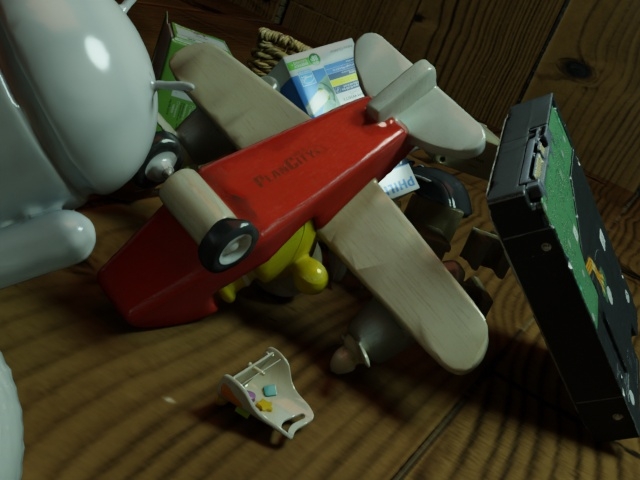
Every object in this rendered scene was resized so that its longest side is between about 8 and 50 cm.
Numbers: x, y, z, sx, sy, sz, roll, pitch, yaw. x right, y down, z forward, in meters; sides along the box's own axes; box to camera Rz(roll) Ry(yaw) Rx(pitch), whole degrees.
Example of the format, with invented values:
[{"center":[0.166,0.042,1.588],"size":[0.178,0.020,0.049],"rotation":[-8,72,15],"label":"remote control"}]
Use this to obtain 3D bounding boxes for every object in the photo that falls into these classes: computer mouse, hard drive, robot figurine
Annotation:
[{"center":[0.189,-0.135,1.626],"size":[0.184,0.060,0.262],"rotation":[9,24,-36],"label":"computer mouse"},{"center":[0.288,0.029,0.926],"size":[0.064,0.339,0.237],"rotation":[-15,28,28],"label":"hard drive"},{"center":[-0.283,-0.096,0.641],"size":[0.200,0.354,0.299],"rotation":[86,-22,-76],"label":"robot figurine"}]

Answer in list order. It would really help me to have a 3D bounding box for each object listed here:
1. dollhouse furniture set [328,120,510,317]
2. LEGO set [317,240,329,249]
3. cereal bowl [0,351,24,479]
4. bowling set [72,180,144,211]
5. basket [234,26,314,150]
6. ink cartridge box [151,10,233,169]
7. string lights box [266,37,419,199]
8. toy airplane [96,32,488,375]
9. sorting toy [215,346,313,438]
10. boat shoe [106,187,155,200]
[{"center":[0.145,-0.042,1.076],"size":[0.212,0.242,0.161],"rotation":[18,19,-12],"label":"dollhouse furniture set"},{"center":[0.001,0.000,1.148],"size":[0.054,0.023,0.083],"rotation":[14,8,-27],"label":"LEGO set"},{"center":[-0.324,0.079,0.424],"size":[0.339,0.141,0.339],"rotation":[20,19,-7],"label":"cereal bowl"},{"center":[-0.293,-0.076,0.898],"size":[0.200,0.154,0.287],"rotation":[39,7,-33],"label":"bowling set"},{"center":[0.011,-0.232,1.449],"size":[0.299,0.223,0.213],"rotation":[24,20,8],"label":"basket"},{"center":[-0.224,-0.247,1.283],"size":[0.097,0.188,0.255],"rotation":[14,21,-19],"label":"ink cartridge box"},{"center":[0.034,-0.169,1.250],"size":[0.133,0.077,0.259],"rotation":[-23,87,-27],"label":"string lights box"},{"center":[-0.013,-0.045,0.878],"size":[0.385,0.272,0.386],"rotation":[8,54,-3],"label":"toy airplane"},{"center":[-0.044,0.142,0.707],"size":[0.075,0.044,0.083],"rotation":[36,22,15],"label":"sorting toy"},{"center":[-0.303,-0.114,1.031],"size":[0.207,0.073,0.073],"rotation":[22,22,-3],"label":"boat shoe"}]
